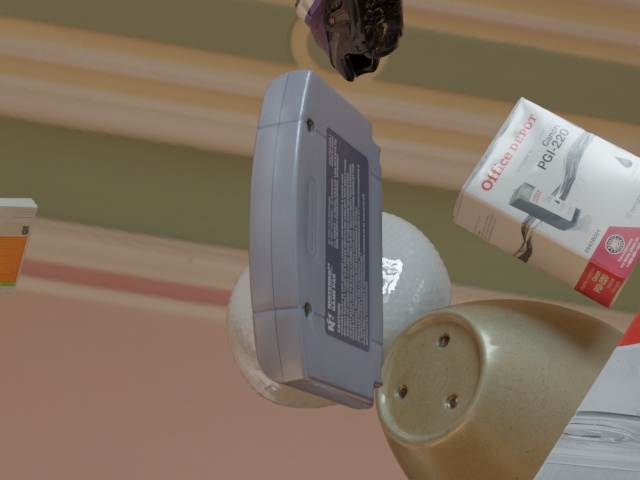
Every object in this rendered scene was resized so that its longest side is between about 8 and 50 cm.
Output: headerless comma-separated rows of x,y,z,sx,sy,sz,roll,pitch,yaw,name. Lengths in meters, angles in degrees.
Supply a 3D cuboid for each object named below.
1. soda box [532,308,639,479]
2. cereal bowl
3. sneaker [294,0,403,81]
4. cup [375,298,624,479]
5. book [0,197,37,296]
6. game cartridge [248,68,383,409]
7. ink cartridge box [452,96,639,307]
0.160,0.078,0.433,0.098,0.286,0.091,16,-61,26,soda box
0.009,0.069,1.612,0.339,0.339,0.141,-16,-55,16,cereal bowl
0.062,-0.270,1.210,0.107,0.124,0.283,-23,-11,-17,sneaker
0.204,0.202,1.371,0.331,0.331,0.237,-37,-47,28,cup
-0.448,0.009,1.521,0.096,0.035,0.144,0,-56,-41,book
0.000,0.000,1.059,0.060,0.294,0.196,-7,-19,22,game cartridge
0.290,-0.048,1.338,0.218,0.158,0.092,29,-22,14,ink cartridge box
